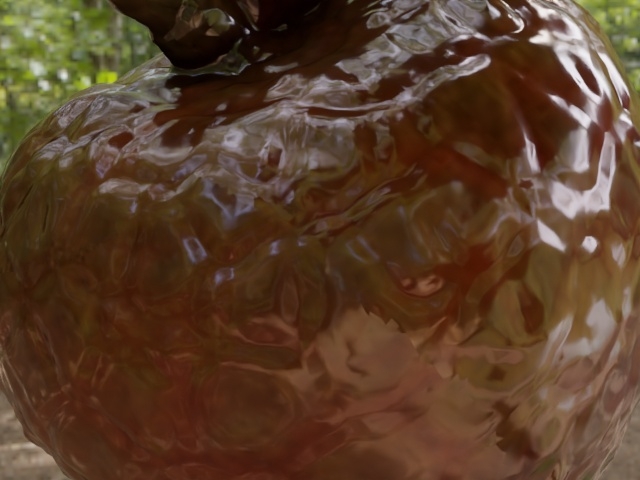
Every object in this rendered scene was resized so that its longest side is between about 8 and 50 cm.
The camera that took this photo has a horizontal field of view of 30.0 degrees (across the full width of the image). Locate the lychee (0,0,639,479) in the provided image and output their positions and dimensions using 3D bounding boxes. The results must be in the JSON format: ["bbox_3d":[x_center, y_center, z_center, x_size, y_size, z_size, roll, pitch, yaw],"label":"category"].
[{"bbox_3d":[0.000,0.000,0.438,0.255,0.300,0.255,-26,15,7],"label":"lychee"}]
